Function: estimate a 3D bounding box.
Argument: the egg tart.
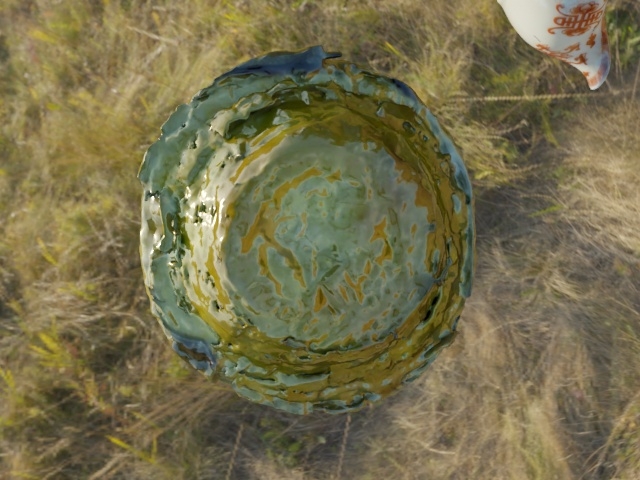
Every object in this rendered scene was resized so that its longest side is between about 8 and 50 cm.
[{"bbox_3d":[0.000,0.000,0.550,0.294,0.116,0.295,-1,96,-9],"label":"egg tart"}]

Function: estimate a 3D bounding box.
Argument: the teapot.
[{"bbox_3d":[0.212,-0.260,0.630,0.116,0.159,0.246,10,118,16],"label":"teapot"}]
